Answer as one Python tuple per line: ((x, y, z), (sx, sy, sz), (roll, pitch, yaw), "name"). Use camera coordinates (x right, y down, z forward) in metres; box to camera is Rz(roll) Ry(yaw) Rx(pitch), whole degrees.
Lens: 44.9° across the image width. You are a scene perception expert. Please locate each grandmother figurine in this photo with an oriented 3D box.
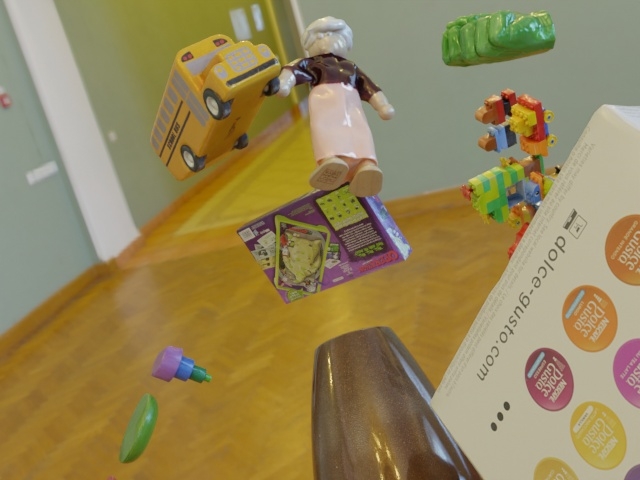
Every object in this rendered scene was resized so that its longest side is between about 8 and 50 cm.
((0.018, -0.239, 1.282), (0.208, 0.342, 0.104), (15, -36, -28), "grandmother figurine")

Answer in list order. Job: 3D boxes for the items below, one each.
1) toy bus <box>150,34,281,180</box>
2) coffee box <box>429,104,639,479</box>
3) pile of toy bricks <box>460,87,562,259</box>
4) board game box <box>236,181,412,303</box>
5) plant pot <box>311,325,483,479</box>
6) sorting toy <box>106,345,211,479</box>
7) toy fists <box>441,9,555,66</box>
((-0.175, -0.210, 1.225), (0.108, 0.130, 0.332), (-32, -6, -28), "toy bus")
((0.366, 0.119, 0.632), (0.338, 0.337, 0.334), (-3, 40, -32), "coffee box")
((0.217, -0.068, 0.916), (0.105, 0.212, 0.118), (-27, 34, -11), "pile of toy bricks")
((0.000, 0.000, 1.632), (0.347, 0.208, 0.056), (-23, 12, 39), "board game box")
((0.074, 0.234, 0.981), (0.216, 0.230, 0.215), (-14, -20, -5), "plant pot")
((-0.290, 0.377, 1.384), (0.126, 0.365, 0.127), (25, -15, -17), "sorting toy")
((0.306, -0.370, 1.411), (0.142, 0.096, 0.279), (-14, 13, -6), "toy fists")
